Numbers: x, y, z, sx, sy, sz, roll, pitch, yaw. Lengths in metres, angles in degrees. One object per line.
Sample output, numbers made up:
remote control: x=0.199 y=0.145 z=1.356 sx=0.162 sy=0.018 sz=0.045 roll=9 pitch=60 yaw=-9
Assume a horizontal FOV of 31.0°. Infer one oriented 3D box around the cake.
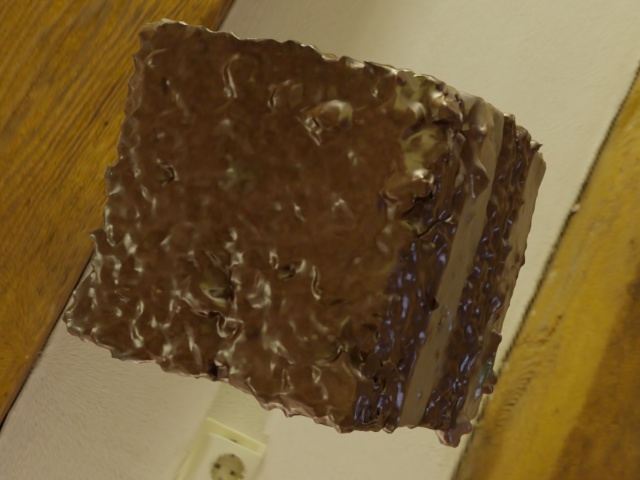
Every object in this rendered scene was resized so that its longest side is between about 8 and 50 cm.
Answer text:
cake: x=0.000 y=0.000 z=0.885 sx=0.282 sy=0.290 sz=0.255 roll=16 pitch=-95 yaw=24
